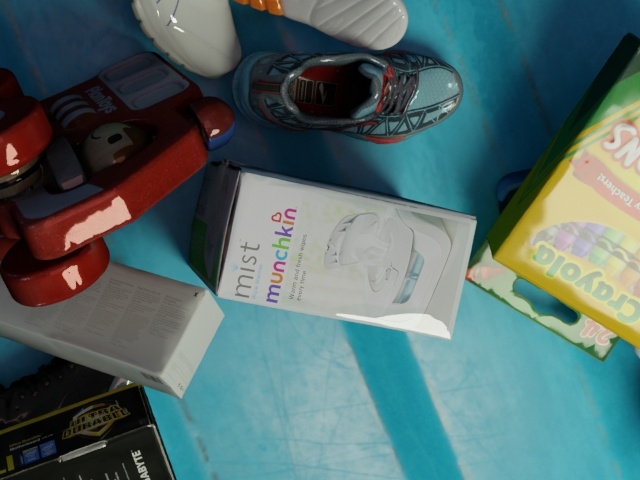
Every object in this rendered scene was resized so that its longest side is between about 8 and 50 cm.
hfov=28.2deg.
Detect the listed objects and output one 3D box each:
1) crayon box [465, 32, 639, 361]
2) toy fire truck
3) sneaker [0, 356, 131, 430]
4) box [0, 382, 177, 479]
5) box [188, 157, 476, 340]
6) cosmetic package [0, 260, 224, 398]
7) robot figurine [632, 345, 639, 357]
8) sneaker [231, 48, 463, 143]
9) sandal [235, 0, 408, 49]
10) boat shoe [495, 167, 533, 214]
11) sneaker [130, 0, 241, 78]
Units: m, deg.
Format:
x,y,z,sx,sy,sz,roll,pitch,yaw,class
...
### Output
x,y,z,sx,sy,sz,roll,pitch,yaw,class
0.318,-0.028,1.337,0.202,0.081,0.319,30,106,-8,crayon box
-0.217,-0.087,1.191,0.253,0.302,0.169,-29,118,-13,toy fire truck
-0.294,0.156,1.304,0.146,0.104,0.296,32,93,-17,sneaker
-0.252,0.323,1.282,0.257,0.079,0.322,-19,123,-7,box
0.000,0.000,1.271,0.231,0.262,0.127,10,93,-13,box
-0.222,0.072,1.256,0.239,0.060,0.099,15,67,25,cosmetic package
0.503,0.149,1.416,0.300,0.200,0.354,31,88,15,robot figurine
0.047,-0.147,1.323,0.261,0.125,0.104,-5,100,-25,sneaker
-0.023,-0.281,1.325,0.265,0.076,0.102,29,128,6,sandal
0.327,-0.047,1.427,0.258,0.109,0.089,-6,104,6,boat shoe
-0.133,-0.296,1.252,0.129,0.111,0.297,-10,121,18,sneaker
